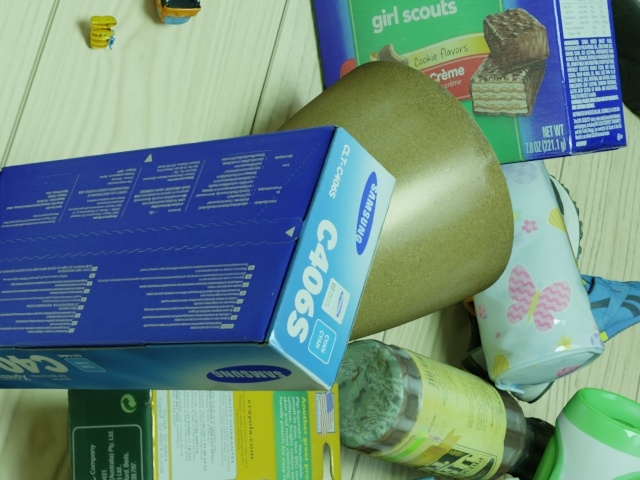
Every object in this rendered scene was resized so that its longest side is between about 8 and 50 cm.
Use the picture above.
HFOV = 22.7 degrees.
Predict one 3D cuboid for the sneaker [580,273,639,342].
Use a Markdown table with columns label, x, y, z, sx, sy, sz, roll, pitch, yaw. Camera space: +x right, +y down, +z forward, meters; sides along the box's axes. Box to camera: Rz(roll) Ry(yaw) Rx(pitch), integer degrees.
| label | x | y | z | sx | sy | sz | roll | pitch | yaw |
| --- | --- | --- | --- | --- | --- | --- | --- | --- | --- |
| sneaker | 0.334 | 0.067 | 1.882 | 0.209 | 0.069 | 0.082 | -21 | 98 | -48 |

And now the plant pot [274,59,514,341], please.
| label | x | y | z | sx | sy | sz | roll | pitch | yaw |
| --- | --- | --- | --- | --- | --- | --- | --- | --- | --- |
| plant pot | 0.000 | 0.000 | 1.400 | 0.254 | 0.237 | 0.237 | -32 | 111 | -32 |

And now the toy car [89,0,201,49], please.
| label | x | y | z | sx | sy | sz | roll | pitch | yaw |
| --- | --- | --- | --- | --- | --- | --- | --- | --- | --- |
| toy car | -0.158 | -0.198 | 1.370 | 0.122 | 0.060 | 0.040 | -19 | 146 | -32 |

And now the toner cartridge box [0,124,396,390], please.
| label | x | y | z | sx | sy | sz | roll | pitch | yaw |
| --- | --- | --- | --- | --- | --- | --- | --- | --- | --- |
| toner cartridge box | -0.123 | 0.020 | 1.135 | 0.075 | 0.347 | 0.165 | 40 | 58 | -41 |

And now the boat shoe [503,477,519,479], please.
| label | x | y | z | sx | sy | sz | roll | pitch | yaw |
| --- | --- | --- | --- | --- | --- | --- | --- | --- | --- |
| boat shoe | 0.169 | 0.346 | 1.561 | 0.079 | 0.081 | 0.228 | -36 | 125 | -81 |

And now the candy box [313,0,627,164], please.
| label | x | y | z | sx | sy | sz | roll | pitch | yaw |
| --- | --- | --- | --- | --- | --- | --- | --- | --- | --- |
| candy box | 0.132 | -0.227 | 1.520 | 0.122 | 0.268 | 0.317 | -10 | 93 | -53 |

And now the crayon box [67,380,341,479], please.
| label | x | y | z | sx | sy | sz | roll | pitch | yaw |
| --- | --- | --- | --- | --- | --- | --- | --- | --- | --- |
| crayon box | -0.086 | 0.217 | 1.321 | 0.323 | 0.083 | 0.203 | 11 | 75 | -63 |

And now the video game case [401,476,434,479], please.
| label | x | y | z | sx | sy | sz | roll | pitch | yaw |
| --- | --- | --- | --- | --- | --- | --- | --- | --- | --- |
| video game case | 0.076 | 0.377 | 1.478 | 0.269 | 0.061 | 0.244 | -33 | 115 | -74 |

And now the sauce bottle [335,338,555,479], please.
| label | x | y | z | sx | sy | sz | roll | pitch | yaw |
| --- | --- | --- | --- | --- | --- | --- | --- | --- | --- |
| sauce bottle | 0.136 | 0.186 | 1.604 | 0.344 | 0.111 | 0.111 | 23 | 69 | -47 |

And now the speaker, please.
| label | x | y | z | sx | sy | sz | roll | pitch | yaw |
| --- | --- | --- | --- | --- | --- | --- | --- | --- | --- |
| speaker | 0.257 | 0.306 | 1.639 | 0.131 | 0.131 | 0.297 | 4 | 111 | -49 |

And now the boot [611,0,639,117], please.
| label | x | y | z | sx | sy | sz | roll | pitch | yaw |
| --- | --- | --- | --- | --- | --- | --- | --- | --- | --- |
| boot | 0.432 | -0.327 | 1.993 | 0.377 | 0.138 | 0.284 | 39 | 58 | -34 |

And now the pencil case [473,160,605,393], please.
| label | x | y | z | sx | sy | sz | roll | pitch | yaw |
| --- | --- | --- | --- | --- | --- | --- | --- | --- | --- |
| pencil case | 0.195 | 0.014 | 1.625 | 0.113 | 0.124 | 0.273 | 43 | 29 | -69 |

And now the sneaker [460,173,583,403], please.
| label | x | y | z | sx | sy | sz | roll | pitch | yaw |
| --- | --- | --- | --- | --- | --- | --- | --- | --- | --- |
| sneaker | 0.213 | 0.037 | 1.725 | 0.108 | 0.100 | 0.272 | 20 | 60 | -15 |
